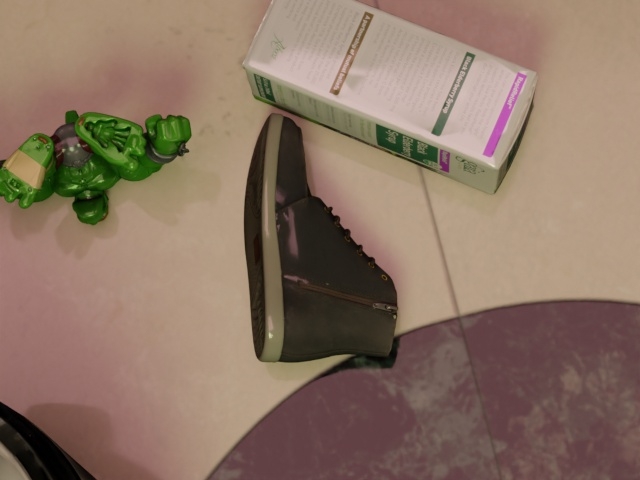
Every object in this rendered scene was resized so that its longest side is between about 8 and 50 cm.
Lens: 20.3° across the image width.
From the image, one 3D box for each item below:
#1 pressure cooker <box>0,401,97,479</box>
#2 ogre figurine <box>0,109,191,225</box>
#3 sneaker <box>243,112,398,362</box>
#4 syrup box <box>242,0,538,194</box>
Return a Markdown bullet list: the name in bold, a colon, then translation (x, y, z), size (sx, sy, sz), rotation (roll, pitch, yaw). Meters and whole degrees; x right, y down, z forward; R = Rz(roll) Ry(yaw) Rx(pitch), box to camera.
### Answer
- **pressure cooker**: translation (-0.304, 0.294, 1.288), size (0.375, 0.420, 0.370), rotation (-38, 68, -7)
- **ogre figurine**: translation (-0.205, -0.068, 1.528), size (0.197, 0.118, 0.097), rotation (-30, 82, -1)
- **sneaker**: translation (0.000, 0.000, 1.531), size (0.118, 0.083, 0.222), rotation (3, 71, -14)
- **syrup box**: translation (0.062, -0.132, 1.534), size (0.236, 0.093, 0.096), rotation (24, 81, 8)
